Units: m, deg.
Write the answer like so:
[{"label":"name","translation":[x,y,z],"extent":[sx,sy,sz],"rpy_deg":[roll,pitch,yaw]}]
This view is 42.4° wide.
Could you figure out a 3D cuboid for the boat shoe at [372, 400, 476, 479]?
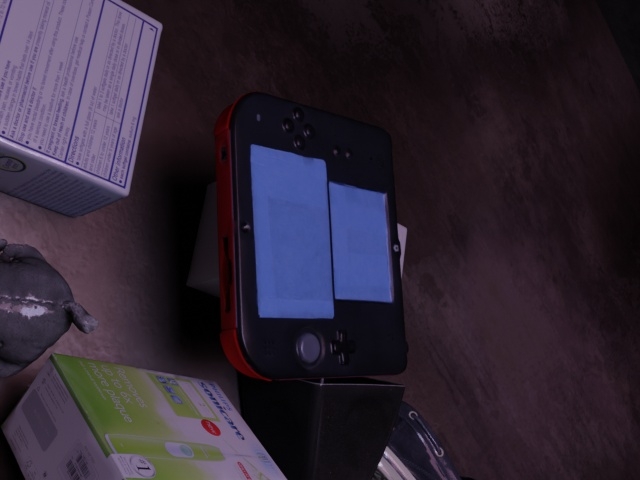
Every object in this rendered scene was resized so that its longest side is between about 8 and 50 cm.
[{"label":"boat shoe","translation":[0.219,0.480,1.409],"extent":[0.156,0.186,0.500],"rpy_deg":[-44,104,-35]}]

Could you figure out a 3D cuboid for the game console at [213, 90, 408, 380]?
[{"label":"game console","translation":[0.000,0.000,1.169],"extent":[0.341,0.060,0.387],"rpy_deg":[6,77,-41]}]

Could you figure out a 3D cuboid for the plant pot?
[{"label":"plant pot","translation":[-0.005,0.288,1.258],"extent":[0.188,0.187,0.167],"rpy_deg":[9,85,-42]}]

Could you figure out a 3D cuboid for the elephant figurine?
[{"label":"elephant figurine","translation":[-0.411,0.059,0.914],"extent":[0.239,0.186,0.169],"rpy_deg":[29,24,-49]}]

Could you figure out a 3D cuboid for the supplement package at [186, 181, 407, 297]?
[{"label":"supplement package","translation":[-0.031,0.024,1.297],"extent":[0.293,0.175,0.178],"rpy_deg":[26,64,-37]}]

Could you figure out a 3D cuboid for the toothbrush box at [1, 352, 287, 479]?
[{"label":"toothbrush box","translation":[-0.203,0.263,0.996],"extent":[0.122,0.206,0.283],"rpy_deg":[-52,141,9]}]

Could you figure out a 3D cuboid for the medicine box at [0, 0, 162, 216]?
[{"label":"medicine box","translation":[-0.376,-0.207,1.049],"extent":[0.289,0.149,0.264],"rpy_deg":[24,63,-37]}]
